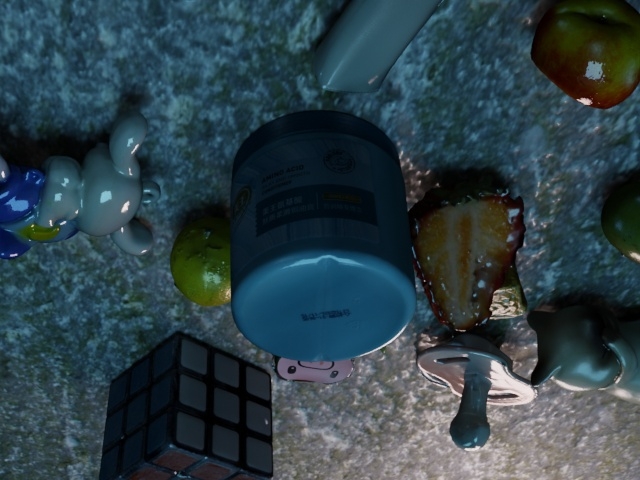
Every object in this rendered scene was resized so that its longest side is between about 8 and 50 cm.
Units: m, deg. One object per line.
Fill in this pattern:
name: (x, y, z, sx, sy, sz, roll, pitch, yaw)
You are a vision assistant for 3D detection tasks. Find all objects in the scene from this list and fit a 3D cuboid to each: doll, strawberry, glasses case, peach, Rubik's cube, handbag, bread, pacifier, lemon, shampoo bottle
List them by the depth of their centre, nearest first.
glasses case: (0.108, -0.363, 1.543, 0.128, 0.083, 0.308, 15, 136, -28)
peach: (0.433, -0.300, 1.562, 0.190, 0.190, 0.192, -3, 143, 0)
shampoo bottle: (0.000, 0.000, 1.758, 0.331, 0.343, 0.331, -2, 140, -2)
doll: (-0.478, -0.089, 1.771, 0.365, 0.187, 0.376, -6, 129, -14)
strawberry: (0.280, 0.008, 1.899, 0.253, 0.150, 0.280, -31, 116, -13)
lemon: (-0.217, 0.046, 1.926, 0.173, 0.173, 0.206, 12, 135, -17)
bread: (0.346, 0.088, 2.038, 0.158, 0.143, 0.149, -13, 139, 17)
doll: (0.671, 0.260, 2.206, 0.370, 0.215, 0.226, 15, 152, -23)
handbag: (-0.022, 0.239, 2.207, 0.205, 0.116, 0.179, 7, 140, -13)
pacifier: (0.368, 0.344, 2.286, 0.220, 0.273, 0.332, -41, 130, 15)
Rubik's cube: (-0.316, 0.453, 2.300, 0.303, 0.301, 0.305, 30, 129, -33)

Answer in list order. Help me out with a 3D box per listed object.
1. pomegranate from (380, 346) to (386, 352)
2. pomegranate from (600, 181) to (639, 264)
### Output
pomegranate: (0.096, 0.169, 2.135, 0.156, 0.156, 0.220, -15, 169, 13)
pomegranate: (0.646, -0.051, 1.883, 0.179, 0.179, 0.211, 5, 119, -9)
